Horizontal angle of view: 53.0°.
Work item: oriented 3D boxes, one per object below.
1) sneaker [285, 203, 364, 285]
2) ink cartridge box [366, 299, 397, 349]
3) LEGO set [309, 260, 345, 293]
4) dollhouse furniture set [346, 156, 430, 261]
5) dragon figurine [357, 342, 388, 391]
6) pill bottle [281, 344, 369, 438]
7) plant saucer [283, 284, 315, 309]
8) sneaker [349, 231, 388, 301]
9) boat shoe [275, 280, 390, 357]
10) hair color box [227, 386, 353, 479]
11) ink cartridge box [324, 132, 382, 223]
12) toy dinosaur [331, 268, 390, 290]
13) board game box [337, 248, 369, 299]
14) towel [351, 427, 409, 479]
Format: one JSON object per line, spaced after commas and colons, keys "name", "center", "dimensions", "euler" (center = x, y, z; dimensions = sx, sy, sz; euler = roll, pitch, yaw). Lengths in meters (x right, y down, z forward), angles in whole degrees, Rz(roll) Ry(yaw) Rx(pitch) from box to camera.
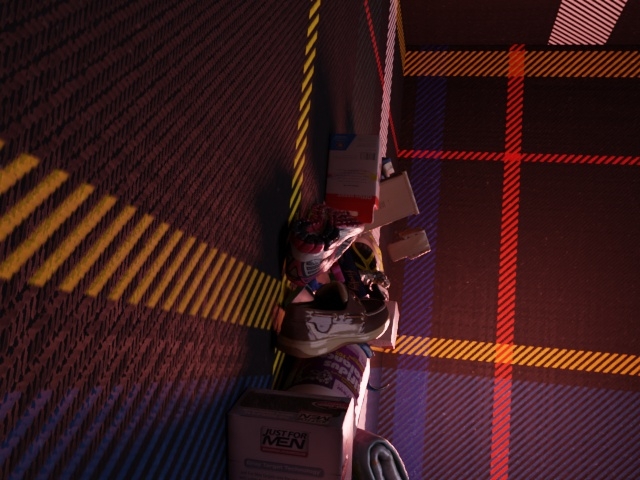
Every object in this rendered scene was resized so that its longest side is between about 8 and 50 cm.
{"name": "sneaker", "center": [0.000, 0.000, 1.370], "dimensions": [0.299, 0.120, 0.112], "euler": [-31, 143, -62]}
{"name": "ink cartridge box", "center": [0.145, 0.255, 1.988], "dimensions": [0.128, 0.176, 0.128], "euler": [64, 34, -67]}
{"name": "LEGO set", "center": [0.020, 0.129, 1.505], "dimensions": [0.227, 0.087, 0.093], "euler": [73, -4, -60]}
{"name": "dollhouse furniture set", "center": [0.170, -0.092, 2.017], "dimensions": [0.303, 0.198, 0.287], "euler": [-128, -162, -75]}
{"name": "dragon figurine", "center": [0.081, 0.306, 1.621], "dimensions": [0.144, 0.289, 0.085], "euler": [-46, -164, 39]}
{"name": "pill bottle", "center": [0.000, 0.331, 1.300], "dimensions": [0.301, 0.169, 0.169], "euler": [-64, 154, -64]}
{"name": "plant saucer", "center": [-0.037, 0.137, 1.375], "dimensions": [0.067, 0.018, 0.192], "euler": [-49, 162, -7]}
{"name": "sneaker", "center": [0.156, 0.115, 2.081], "dimensions": [0.147, 0.145, 0.385], "euler": [-74, 165, -45]}
{"name": "boat shoe", "center": [0.039, 0.146, 1.341], "dimensions": [0.342, 0.123, 0.123], "euler": [-8, 105, -49]}
{"name": "hair color box", "center": [-0.048, 0.443, 1.052], "dimensions": [0.113, 0.185, 0.375], "euler": [-42, 135, -73]}
{"name": "ink cartridge box", "center": [0.087, -0.157, 1.677], "dimensions": [0.078, 0.134, 0.231], "euler": [33, 61, -78]}
{"name": "toy dinosaur", "center": [0.092, 0.129, 1.889], "dimensions": [0.268, 0.064, 0.118], "euler": [12, 112, -47]}
{"name": "board game box", "center": [0.064, 0.070, 1.600], "dimensions": [0.165, 0.042, 0.243], "euler": [74, -4, -61]}
{"name": "towel", "center": [0.099, 0.582, 1.428], "dimensions": [0.320, 0.090, 0.375], "euler": [-11, -80, 60]}
